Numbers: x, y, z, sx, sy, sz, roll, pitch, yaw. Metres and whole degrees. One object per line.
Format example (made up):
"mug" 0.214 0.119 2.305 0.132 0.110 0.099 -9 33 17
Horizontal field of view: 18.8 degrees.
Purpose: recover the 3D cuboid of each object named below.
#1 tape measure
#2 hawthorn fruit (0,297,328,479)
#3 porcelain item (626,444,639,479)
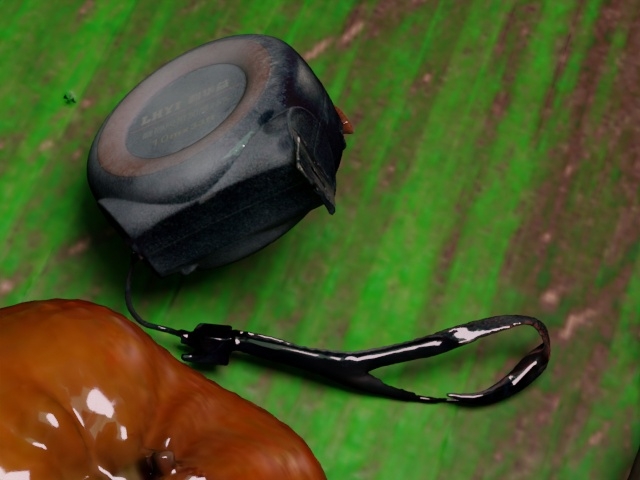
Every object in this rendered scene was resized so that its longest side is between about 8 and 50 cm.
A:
"tape measure" -0.003 0.003 0.758 0.180 0.104 0.107 39 27 -25
"hawthorn fruit" -0.086 0.114 0.590 0.189 0.189 0.189 5 58 -8
"porcelain item" 0.146 0.110 0.701 0.081 0.069 0.216 2 60 -6
